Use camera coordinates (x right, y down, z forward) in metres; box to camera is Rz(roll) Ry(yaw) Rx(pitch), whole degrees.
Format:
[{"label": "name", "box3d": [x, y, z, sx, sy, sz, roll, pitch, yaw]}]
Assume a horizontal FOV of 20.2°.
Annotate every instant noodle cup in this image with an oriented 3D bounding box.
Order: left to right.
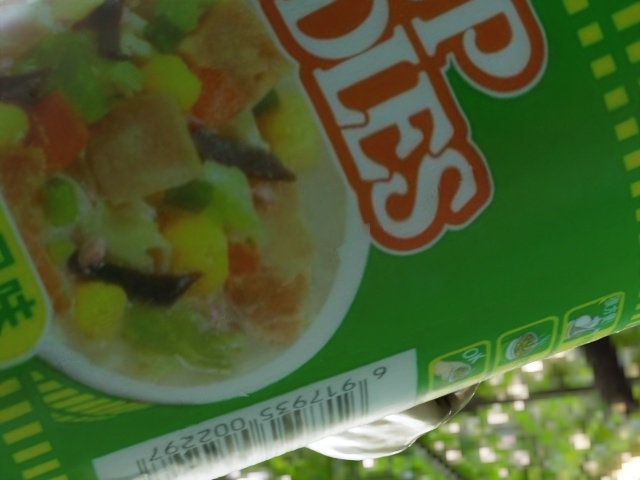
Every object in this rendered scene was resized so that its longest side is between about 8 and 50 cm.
[{"label": "instant noodle cup", "box3d": [-0.018, -0.018, 0.534, 0.207, 0.232, 0.207, 61, 170, 18]}]

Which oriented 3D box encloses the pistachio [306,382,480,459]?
[{"label": "pistachio", "box3d": [0.000, 0.000, 0.736, 0.138, 0.153, 0.238, -51, -32, -15]}]
